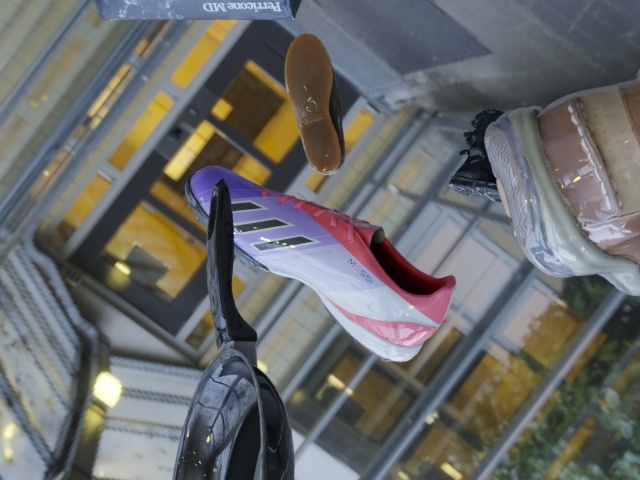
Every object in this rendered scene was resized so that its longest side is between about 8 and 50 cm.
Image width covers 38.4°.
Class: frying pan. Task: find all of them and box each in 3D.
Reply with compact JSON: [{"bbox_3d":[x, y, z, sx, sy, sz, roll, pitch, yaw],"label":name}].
[{"bbox_3d":[-0.076,0.131,0.693,0.053,0.197,0.326,13,-140,-22],"label":"frying pan"}]

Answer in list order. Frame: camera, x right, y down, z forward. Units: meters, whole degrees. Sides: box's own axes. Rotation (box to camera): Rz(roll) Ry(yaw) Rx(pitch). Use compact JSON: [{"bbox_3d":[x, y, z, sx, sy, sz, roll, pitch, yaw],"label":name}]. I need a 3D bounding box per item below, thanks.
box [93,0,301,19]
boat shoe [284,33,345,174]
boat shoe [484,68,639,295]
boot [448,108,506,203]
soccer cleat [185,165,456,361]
[{"bbox_3d":[-0.093,-0.242,0.635,0.155,0.093,0.158,3,141,14],"label":"box"},{"bbox_3d":[-0.006,-0.199,1.364,0.073,0.207,0.073,-7,-178,11],"label":"boat shoe"},{"bbox_3d":[0.218,-0.036,0.577,0.324,0.116,0.123,-4,-109,-59],"label":"boat shoe"},{"bbox_3d":[0.202,-0.095,1.036,0.045,0.099,0.121,30,173,-34],"label":"boot"},{"bbox_3d":[0.000,0.000,1.002,0.318,0.116,0.108,36,-148,3],"label":"soccer cleat"}]
